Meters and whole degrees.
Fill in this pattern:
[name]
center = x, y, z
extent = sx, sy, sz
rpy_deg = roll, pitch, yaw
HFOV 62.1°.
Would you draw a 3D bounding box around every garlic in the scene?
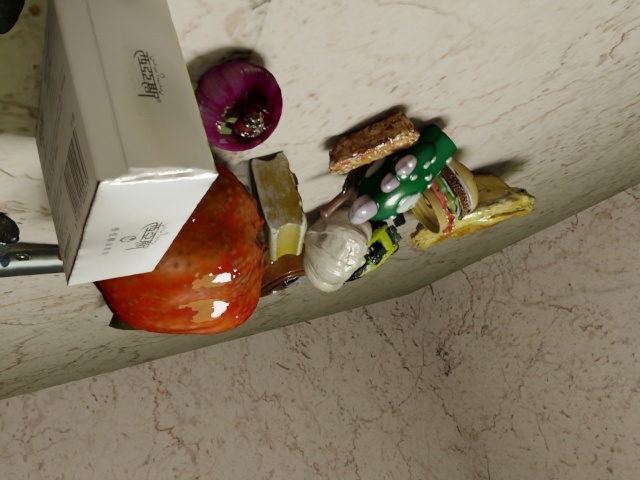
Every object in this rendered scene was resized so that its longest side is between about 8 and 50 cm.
[garlic]
center = 0.000, 0.000, 1.281
extent = 0.212, 0.219, 0.218
rpy_deg = 25, 152, -11

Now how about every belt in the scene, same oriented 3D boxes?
[belt]
center = -0.120, 0.088, 1.524
extent = 0.184, 0.105, 0.261
rpy_deg = -11, 163, -34

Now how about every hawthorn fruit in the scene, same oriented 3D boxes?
[hawthorn fruit]
center = -0.244, 0.015, 0.826
extent = 0.330, 0.287, 0.287
rpy_deg = -5, 165, -1

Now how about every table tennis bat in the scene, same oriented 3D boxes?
[table tennis bat]
center = 0.028, -0.134, 1.077
extent = 0.170, 0.119, 0.107
rpy_deg = -44, 153, -16

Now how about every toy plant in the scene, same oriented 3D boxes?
[toy plant]
center = 0.149, -0.115, 1.023
extent = 0.243, 0.112, 0.232
rpy_deg = -46, 171, 38

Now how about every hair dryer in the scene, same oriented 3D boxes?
[hair dryer]
center = -0.550, 0.091, 0.900
extent = 0.320, 0.156, 0.284
rpy_deg = -31, 153, 12

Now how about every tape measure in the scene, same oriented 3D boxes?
[tape measure]
center = 0.103, 0.032, 1.469
extent = 0.199, 0.112, 0.186
rpy_deg = -19, -162, 48

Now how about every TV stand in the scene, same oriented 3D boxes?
[TV stand]
center = 0.197, -0.086, 1.392
extent = 0.040, 0.049, 0.256
rpy_deg = -22, 165, 6

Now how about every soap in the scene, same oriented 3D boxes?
[soap]
center = -0.079, -0.049, 0.988
extent = 0.073, 0.140, 0.232
rpy_deg = -13, 165, -9

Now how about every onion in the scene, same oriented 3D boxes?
[onion]
center = -0.095, -0.157, 0.641
extent = 0.115, 0.104, 0.115
rpy_deg = -20, 132, -24

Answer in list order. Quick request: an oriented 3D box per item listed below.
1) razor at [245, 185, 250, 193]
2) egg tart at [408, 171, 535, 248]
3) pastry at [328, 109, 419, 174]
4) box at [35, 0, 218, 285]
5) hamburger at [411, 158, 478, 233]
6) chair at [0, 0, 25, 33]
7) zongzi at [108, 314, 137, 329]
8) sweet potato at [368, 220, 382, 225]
[razor]
center = -0.238, -0.015, 1.054
extent = 0.277, 0.111, 0.056
rpy_deg = -19, 157, 38
[egg tart]
center = 0.398, -0.087, 1.452
extent = 0.351, 0.150, 0.352
rpy_deg = -17, 171, -3
[pastry]
center = 0.085, -0.170, 0.920
extent = 0.169, 0.063, 0.087
rpy_deg = -20, 168, 18
[box]
center = -0.216, -0.089, 0.548
extent = 0.111, 0.195, 0.260
rpy_deg = -10, 164, -32
[hamburger]
center = 0.280, -0.107, 1.200
extent = 0.136, 0.175, 0.175
rpy_deg = -30, 167, -5
[chair]
center = -0.273, -0.157, 0.327
extent = 0.140, 0.145, 0.221
rpy_deg = -28, 164, 34
[zongzi]
center = -0.467, 0.154, 1.269
extent = 0.300, 0.139, 0.286
rpy_deg = -21, 163, 16
[sweet potato]
center = 0.162, -0.045, 1.551
extent = 0.026, 0.026, 0.115
rpy_deg = -28, 161, 33
